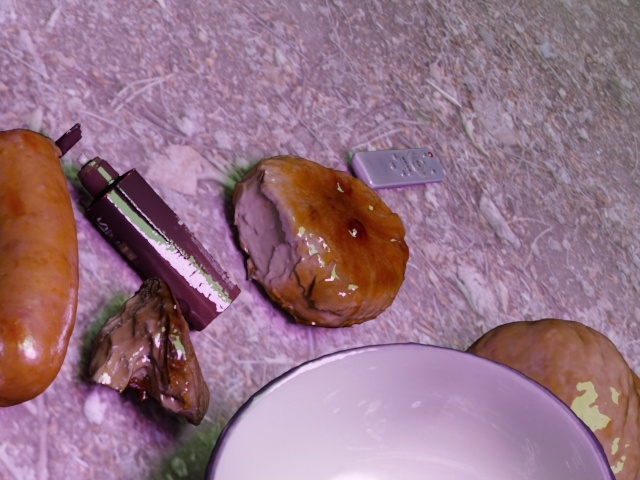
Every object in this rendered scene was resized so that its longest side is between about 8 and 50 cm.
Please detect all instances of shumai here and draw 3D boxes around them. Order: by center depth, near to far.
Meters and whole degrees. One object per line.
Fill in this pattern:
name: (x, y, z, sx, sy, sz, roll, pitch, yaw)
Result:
shumai: (-0.159, 0.105, 1.532, 0.123, 0.105, 0.139, 79, 13, -59)

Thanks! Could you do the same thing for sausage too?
sausage: (-0.270, 0.026, 1.449, 0.109, 0.109, 0.271, 23, 45, -35)

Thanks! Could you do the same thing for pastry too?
pastry: (0.000, 0.000, 1.766, 0.218, 0.100, 0.229, 33, 39, -26)

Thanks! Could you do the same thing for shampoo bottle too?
shampoo bottle: (-0.177, -0.015, 1.609, 0.236, 0.068, 0.067, 47, 38, -7)

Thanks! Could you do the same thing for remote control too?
remote control: (0.095, -0.088, 2.010, 0.184, 0.027, 0.050, -8, 68, -56)

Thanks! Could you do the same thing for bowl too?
bowl: (0.075, 0.277, 1.402, 0.353, 0.185, 0.354, 0, 43, 0)

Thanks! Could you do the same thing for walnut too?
walnut: (0.240, 0.222, 1.741, 0.227, 0.282, 0.283, 77, 2, -59)
